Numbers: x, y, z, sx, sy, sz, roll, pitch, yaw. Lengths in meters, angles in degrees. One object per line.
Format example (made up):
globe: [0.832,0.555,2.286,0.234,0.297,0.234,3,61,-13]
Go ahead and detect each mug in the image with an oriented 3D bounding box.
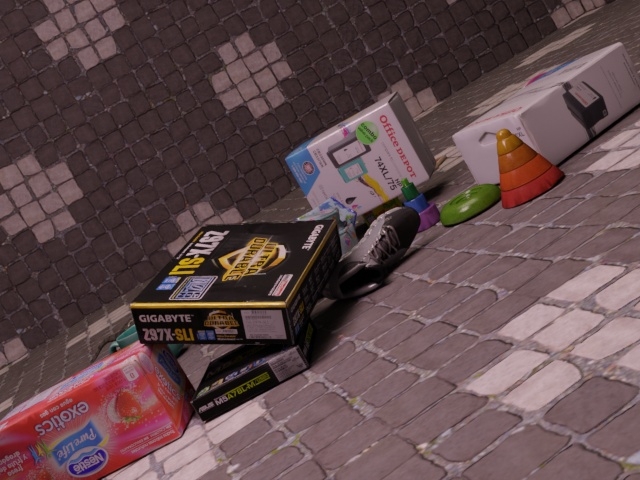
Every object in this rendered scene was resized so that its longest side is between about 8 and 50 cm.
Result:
mug: [-0.362,0.221,2.017,0.129,0.097,0.157,-37,10,-35]

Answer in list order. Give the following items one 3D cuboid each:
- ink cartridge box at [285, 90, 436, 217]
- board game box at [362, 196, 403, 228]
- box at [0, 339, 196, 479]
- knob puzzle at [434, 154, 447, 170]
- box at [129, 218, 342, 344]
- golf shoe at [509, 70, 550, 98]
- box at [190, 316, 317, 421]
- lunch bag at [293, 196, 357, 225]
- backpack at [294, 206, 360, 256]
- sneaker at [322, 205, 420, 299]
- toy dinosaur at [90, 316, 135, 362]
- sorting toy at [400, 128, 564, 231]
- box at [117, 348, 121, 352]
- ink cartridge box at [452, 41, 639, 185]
ink cartridge box: [0.098,-0.182,2.152,0.270,0.198,0.197,-28,8,18]
board game box: [0.142,-0.079,2.231,0.092,0.043,0.181,-30,9,4]
box: [-0.362,0.286,1.494,0.299,0.142,0.154,-28,9,10]
knob puzzle: [0.228,-0.168,2.495,0.213,0.030,0.213,-29,9,5]
box: [-0.126,0.062,1.540,0.257,0.079,0.322,-3,23,18]
golf shoe: [0.468,-0.299,2.190,0.306,0.115,0.140,-31,5,-15]
box: [-0.100,0.194,1.477,0.190,0.045,0.184,-28,11,9]
lunch bag: [0.000,0.000,2.028,0.128,0.096,0.151,-34,-33,-37]
backpack: [-0.011,0.024,1.835,0.165,0.145,0.188,-22,14,16]
sneaker: [0.106,0.031,1.645,0.228,0.086,0.132,-42,15,-9]
toy dinosaur: [-0.446,0.208,2.261,0.268,0.064,0.118,-28,15,32]
sorting toy: [0.270,-0.114,1.734,0.127,0.126,0.365,-37,12,-37]
box: [-0.431,0.253,2.269,0.114,0.036,0.207,-25,10,30]
ink cartridge box: [0.448,-0.242,1.851,0.307,0.129,0.223,-34,10,-25]
